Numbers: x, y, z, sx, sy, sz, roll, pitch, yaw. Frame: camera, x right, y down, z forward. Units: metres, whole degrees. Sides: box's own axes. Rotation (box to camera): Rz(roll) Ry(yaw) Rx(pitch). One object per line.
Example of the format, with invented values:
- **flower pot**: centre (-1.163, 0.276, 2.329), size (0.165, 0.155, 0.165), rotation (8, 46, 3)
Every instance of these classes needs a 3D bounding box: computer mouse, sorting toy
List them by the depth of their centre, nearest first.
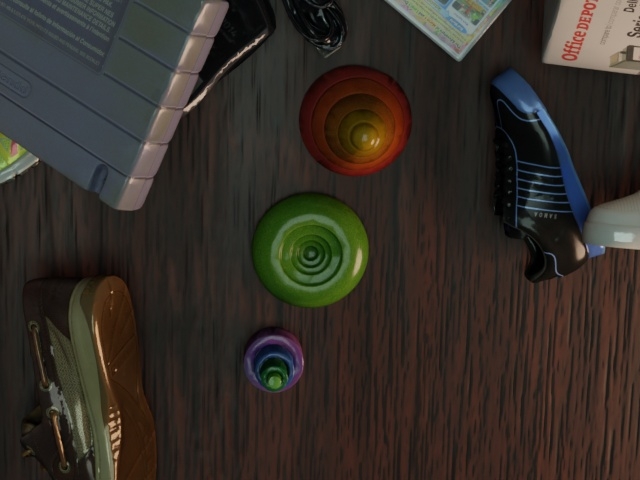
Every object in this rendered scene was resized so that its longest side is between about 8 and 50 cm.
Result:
- **computer mouse**: centre (-0.122, -0.209, 1.557), size (0.272, 0.072, 0.188), rotation (-38, 99, -17)
- **sorting toy**: centre (0.000, 0.000, 1.596), size (0.127, 0.126, 0.365), rotation (18, 101, -7)

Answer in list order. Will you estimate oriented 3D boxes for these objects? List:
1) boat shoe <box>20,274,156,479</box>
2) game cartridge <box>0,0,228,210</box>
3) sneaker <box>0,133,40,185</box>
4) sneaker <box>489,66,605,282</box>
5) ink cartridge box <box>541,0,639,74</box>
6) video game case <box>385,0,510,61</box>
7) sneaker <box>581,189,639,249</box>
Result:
- **boat shoe**: centre (-0.259, 0.197, 1.638), size (0.123, 0.123, 0.342), rotation (2, 113, 17)
- **game cartridge**: centre (-0.268, -0.212, 1.476), size (0.355, 0.068, 0.230), rotation (33, 104, 23)
- **sneaker**: centre (-0.299, -0.133, 1.577), size (0.208, 0.081, 0.094), rotation (-41, 102, -5)
- **sneaker**: centre (0.218, -0.064, 1.614), size (0.090, 0.081, 0.232), rotation (-28, 104, -4)
- **ink cartridge box**: centre (0.362, -0.243, 1.493), size (0.273, 0.198, 0.115), rotation (7, 74, 4)
- **video game case**: centre (0.131, -0.290, 1.591), size (0.157, 0.019, 0.143), rotation (38, 99, -11)
- **sneaker**: centre (0.401, -0.079, 1.597), size (0.292, 0.108, 0.169), rotation (-6, 101, -22)
